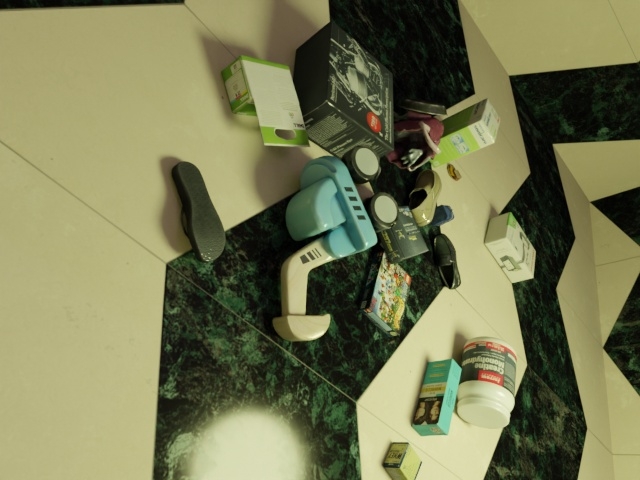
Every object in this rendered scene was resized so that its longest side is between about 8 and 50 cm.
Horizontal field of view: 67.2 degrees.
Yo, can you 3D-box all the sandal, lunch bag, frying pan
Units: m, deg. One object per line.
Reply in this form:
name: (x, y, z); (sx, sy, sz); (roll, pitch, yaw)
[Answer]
sandal: (-0.289, -0.062, 1.127); (0.097, 0.054, 0.254); (7, 59, -53)
lunch bag: (0.483, -0.101, 1.919); (0.065, 0.098, 0.067); (-2, 70, -50)
frying pan: (0.444, -0.544, 1.972); (0.326, 0.197, 0.053); (-26, 131, -56)

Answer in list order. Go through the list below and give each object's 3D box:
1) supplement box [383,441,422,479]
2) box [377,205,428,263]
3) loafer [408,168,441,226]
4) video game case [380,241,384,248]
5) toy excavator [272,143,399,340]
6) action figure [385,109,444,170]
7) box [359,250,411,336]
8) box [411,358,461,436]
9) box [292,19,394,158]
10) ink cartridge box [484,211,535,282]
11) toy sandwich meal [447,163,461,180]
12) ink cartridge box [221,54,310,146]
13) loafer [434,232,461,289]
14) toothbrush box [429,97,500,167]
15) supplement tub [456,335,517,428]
supplement box: (0.235, 0.637, 1.374); (0.083, 0.056, 0.083); (56, 43, -14)
box: (0.275, -0.024, 1.659); (0.233, 0.059, 0.183); (-9, 75, -56)
loafer: (0.401, -0.183, 1.865); (0.092, 0.102, 0.268); (42, 48, -35)
video game case: (0.252, -0.003, 1.698); (0.087, 0.011, 0.122); (44, 46, -25)
toy excavator: (0.000, 0.000, 1.317); (0.445, 0.222, 0.432); (-25, 93, -35)
action figure: (0.370, -0.414, 1.811); (0.370, 0.276, 0.248); (-32, 94, -41)
box: (0.215, 0.170, 1.560); (0.159, 0.044, 0.233); (42, 47, -26)
box: (0.376, 0.502, 1.549); (0.060, 0.100, 0.244); (48, 45, -20)
box: (0.077, -0.466, 1.583); (0.313, 0.179, 0.343); (24, 57, -37)
ink cartridge box: (0.912, 0.036, 2.304); (0.273, 0.115, 0.198); (49, 45, -21)
toy sandwich meal: (0.611, -0.313, 2.197); (0.086, 0.029, 0.085); (21, 59, -40)
ink cartridge box: (-0.152, -0.371, 1.362); (0.189, 0.097, 0.255); (-9, 82, -48)
loafer: (0.488, 0.082, 1.863); (0.078, 0.076, 0.223); (-14, 88, -56)
toothbrush box: (0.596, -0.455, 2.051); (0.122, 0.283, 0.206); (50, 44, -20)
supplement tub: (0.589, 0.498, 1.708); (0.191, 0.191, 0.272); (46, 46, -24)
